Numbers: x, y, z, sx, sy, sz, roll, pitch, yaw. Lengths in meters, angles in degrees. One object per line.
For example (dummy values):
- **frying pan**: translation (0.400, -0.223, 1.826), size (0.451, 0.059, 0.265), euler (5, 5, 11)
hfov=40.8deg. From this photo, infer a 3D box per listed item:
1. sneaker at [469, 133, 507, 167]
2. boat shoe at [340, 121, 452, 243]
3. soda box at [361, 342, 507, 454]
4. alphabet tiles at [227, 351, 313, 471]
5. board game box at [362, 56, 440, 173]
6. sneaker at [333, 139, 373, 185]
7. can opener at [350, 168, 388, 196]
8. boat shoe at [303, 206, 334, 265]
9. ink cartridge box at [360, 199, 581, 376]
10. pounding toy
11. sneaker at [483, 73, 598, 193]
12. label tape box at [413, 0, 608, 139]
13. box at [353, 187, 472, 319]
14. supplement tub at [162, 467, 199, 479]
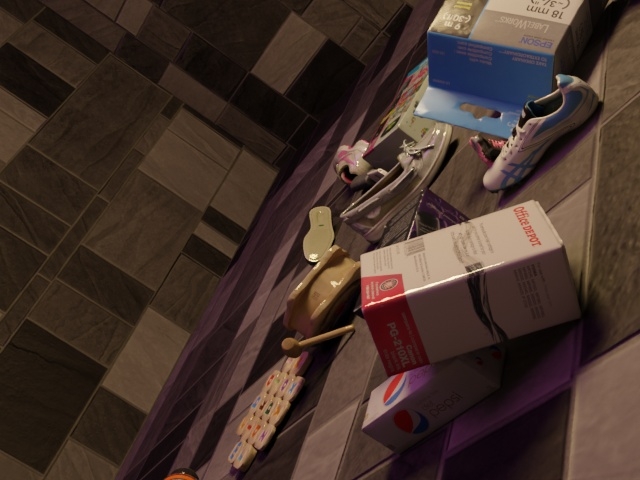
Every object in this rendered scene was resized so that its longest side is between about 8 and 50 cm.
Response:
- **sneaker**: translation (0.293, -0.152, 1.440), size (0.057, 0.119, 0.047), euler (-38, 53, 17)
- **boat shoe**: translation (0.173, -0.137, 1.906), size (0.320, 0.103, 0.118), euler (-51, 11, 23)
- **soda box**: translation (0.144, 0.195, 1.124), size (0.216, 0.069, 0.074), euler (-47, 13, 41)
- **alphabet tiles**: translation (-0.108, 0.364, 1.859), size (0.284, 0.021, 0.278), euler (-58, 11, -14)
- **board game box**: translation (0.248, -0.336, 2.205), size (0.303, 0.097, 0.224), euler (-59, 11, -24)
- **sneaker**: translation (0.086, -0.216, 2.532), size (0.111, 0.103, 0.252), euler (-57, 10, -14)
- **can opener**: translation (0.128, -0.125, 2.149), size (0.095, 0.076, 0.283), euler (-57, 9, -9)
- **boat shoe**: translation (0.000, 0.000, 2.397), size (0.233, 0.084, 0.079), euler (-82, -11, -53)
- **ink cartridge box**: translation (0.175, 0.053, 1.045), size (0.237, 0.100, 0.172), euler (-18, 19, 9)
- **pounding toy**: translation (0.024, 0.153, 1.788), size (0.269, 0.155, 0.154), euler (-49, -20, -17)
- **sneaker**: translation (0.330, -0.168, 1.357), size (0.237, 0.086, 0.085), euler (-49, 14, 37)
- **label tape box**: translation (0.325, -0.353, 1.499), size (0.334, 0.240, 0.106), euler (-60, -31, -18)
- **box**: translation (0.160, 0.052, 1.262), size (0.108, 0.153, 0.207), euler (-44, 16, 44)
- **supplement tub**: translation (-0.314, 0.583, 1.885), size (0.106, 0.106, 0.198), euler (-53, 10, 15)
